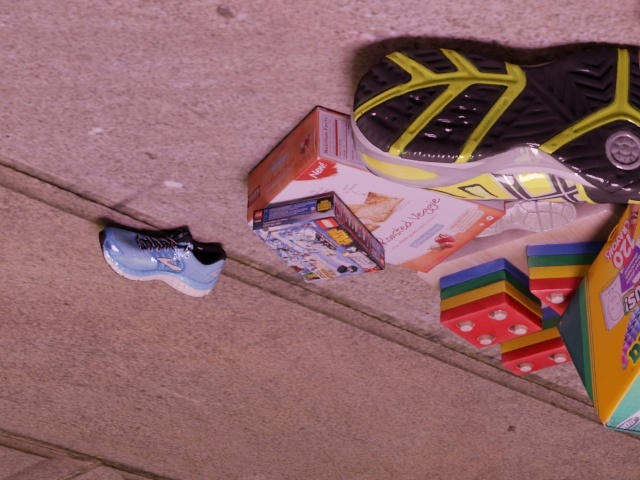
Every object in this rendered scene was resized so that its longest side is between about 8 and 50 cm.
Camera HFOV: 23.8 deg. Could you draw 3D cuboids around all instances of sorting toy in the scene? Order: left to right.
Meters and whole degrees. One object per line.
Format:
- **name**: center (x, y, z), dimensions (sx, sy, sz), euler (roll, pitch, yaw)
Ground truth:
- **sorting toy**: center (0.287, 0.070, 1.804), dimensions (0.255, 0.089, 0.257), euler (-19, 146, 30)

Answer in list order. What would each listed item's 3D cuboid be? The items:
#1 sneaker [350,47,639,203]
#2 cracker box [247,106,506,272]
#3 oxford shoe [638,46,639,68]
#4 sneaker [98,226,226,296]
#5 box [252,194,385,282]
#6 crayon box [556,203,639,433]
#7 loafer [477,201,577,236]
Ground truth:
- **sneaker**: center (0.218, -0.103, 1.472), dimensions (0.384, 0.145, 0.147), euler (10, 163, -3)
- **cracker box**: center (0.058, -0.048, 1.611), dimensions (0.232, 0.067, 0.155), euler (16, 147, -25)
- **oxford shoe**: center (0.486, -0.179, 1.311), dimensions (0.397, 0.140, 0.146), euler (0, 144, -4)
- **sneaker**: center (-0.179, 0.008, 1.738), dimensions (0.162, 0.063, 0.073), euler (16, 130, -35)
- **box**: center (0.000, 0.000, 1.600), dimensions (0.094, 0.027, 0.137), euler (-10, 151, 22)
- **crayon box**: center (0.364, 0.047, 1.585), dimensions (0.081, 0.165, 0.278), euler (12, 124, -22)
- **loafer**: center (0.219, -0.033, 1.679), dimensions (0.125, 0.039, 0.045), euler (-7, 117, 6)
